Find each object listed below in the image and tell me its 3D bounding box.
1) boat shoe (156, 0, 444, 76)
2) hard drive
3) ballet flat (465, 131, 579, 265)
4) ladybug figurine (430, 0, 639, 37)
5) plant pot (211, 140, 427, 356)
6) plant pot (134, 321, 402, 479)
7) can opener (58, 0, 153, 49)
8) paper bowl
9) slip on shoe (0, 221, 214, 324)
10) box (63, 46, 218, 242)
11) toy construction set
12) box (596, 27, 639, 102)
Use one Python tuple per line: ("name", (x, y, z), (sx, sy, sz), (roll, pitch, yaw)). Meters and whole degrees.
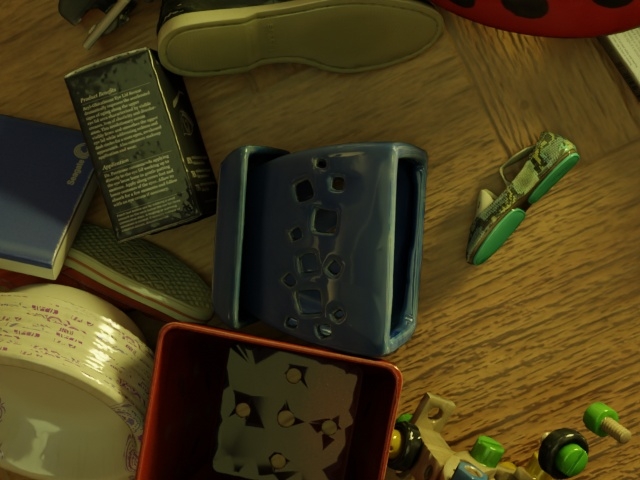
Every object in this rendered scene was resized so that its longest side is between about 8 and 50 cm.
("boat shoe", (-0.027, -0.269, 1.453), (0.340, 0.127, 0.113), (-9, 55, -7))
("hard drive", (-0.437, -0.074, 1.478), (0.318, 0.040, 0.210), (12, 51, 4))
("ballet flat", (0.229, -0.054, 1.480), (0.070, 0.070, 0.188), (44, 95, 1))
("ladybug figurine", (0.221, -0.361, 1.330), (0.449, 0.162, 0.305), (16, 123, 26))
("plant pot", (0.000, 0.000, 1.418), (0.212, 0.236, 0.236), (4, 94, 12))
("plant pot", (-0.052, 0.232, 1.431), (0.267, 0.236, 0.267), (11, 95, 5))
("can opener", (-0.214, -0.328, 1.422), (0.095, 0.076, 0.283), (38, 130, -15))
("paper bowl", (-0.313, 0.160, 1.453), (0.284, 0.284, 0.148), (13, 51, 4))
("slip on shoe", (-0.285, 0.046, 1.507), (0.331, 0.123, 0.101), (16, 111, 6))
("box", (-0.205, -0.114, 1.463), (0.108, 0.153, 0.207), (-18, 91, 7))
("toy construction set", (0.185, 0.323, 1.465), (0.257, 0.237, 0.309), (-8, 113, -23))
("box", (0.405, -0.247, 1.437), (0.137, 0.072, 0.126), (-34, 91, 7))
